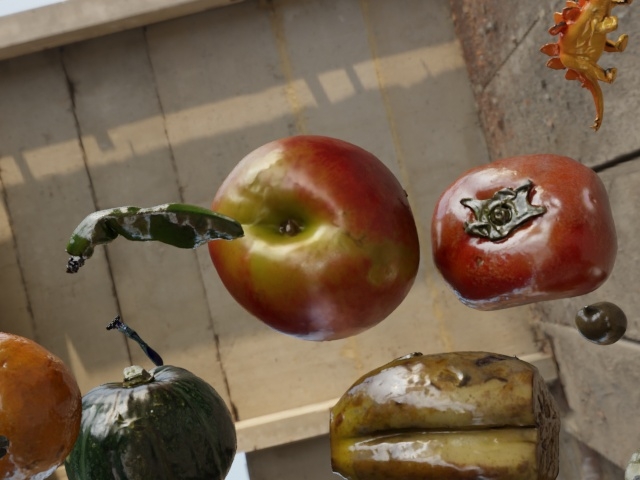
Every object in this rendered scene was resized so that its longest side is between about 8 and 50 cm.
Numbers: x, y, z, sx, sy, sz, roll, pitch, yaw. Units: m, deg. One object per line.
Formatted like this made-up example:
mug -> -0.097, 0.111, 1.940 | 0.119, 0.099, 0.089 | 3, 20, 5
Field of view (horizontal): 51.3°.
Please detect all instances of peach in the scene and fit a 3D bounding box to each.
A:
peach -> 0.000, 0.000, 1.196 | 0.388, 0.388, 0.389 | -13, -90, -90

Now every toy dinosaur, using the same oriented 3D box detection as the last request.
toy dinosaur -> 0.388, -0.287, 0.992 | 0.117, 0.070, 0.288 | 24, 152, 30

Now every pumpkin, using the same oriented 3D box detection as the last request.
pumpkin -> -0.279, 0.365, 1.171 | 0.196, 0.292, 0.264 | 8, 113, 51

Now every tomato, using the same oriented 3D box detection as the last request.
tomato -> 0.371, -0.013, 1.238 | 0.289, 0.325, 0.293 | 26, -130, -53

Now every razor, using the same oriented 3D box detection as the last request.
razor -> -0.407, 0.230, 1.490 | 0.154, 0.028, 0.044 | 45, -135, -7

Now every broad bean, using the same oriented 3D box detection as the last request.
broad bean -> -0.185, -0.013, 0.730 | 0.046, 0.195, 0.061 | -171, 69, -82

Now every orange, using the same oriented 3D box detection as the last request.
orange -> -0.437, 0.233, 0.917 | 0.170, 0.224, 0.224 | 9, -114, -73

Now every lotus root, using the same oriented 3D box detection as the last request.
lotus root -> 0.142, 0.230, 0.828 | 0.193, 0.290, 0.193 | -11, -90, -69

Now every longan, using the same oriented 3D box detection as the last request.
longan -> 0.621, 0.181, 1.480 | 0.092, 0.113, 0.113 | -59, -33, -40

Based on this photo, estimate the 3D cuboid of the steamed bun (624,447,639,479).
steamed bun -> 0.631, 0.445, 1.095 | 0.275, 0.206, 0.320 | -39, 51, 46

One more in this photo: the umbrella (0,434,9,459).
umbrella -> -0.452, 0.199, 0.723 | 0.235, 0.059, 0.066 | 30, -118, -40

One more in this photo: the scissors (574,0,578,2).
scissors -> 0.256, -0.290, 0.648 | 0.119, 0.058, 0.014 | 86, 157, -43
